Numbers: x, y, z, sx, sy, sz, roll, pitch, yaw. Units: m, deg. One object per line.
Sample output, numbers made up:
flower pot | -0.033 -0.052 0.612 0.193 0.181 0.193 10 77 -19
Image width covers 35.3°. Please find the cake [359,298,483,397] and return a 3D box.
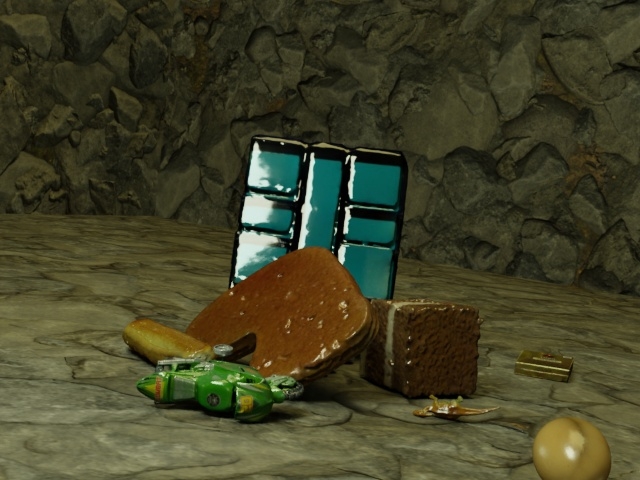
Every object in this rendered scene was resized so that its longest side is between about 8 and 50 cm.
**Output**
cake | 0.145 0.153 1.479 0.135 0.135 0.147 4 1 -23

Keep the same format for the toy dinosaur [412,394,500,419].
toy dinosaur | 0.177 0.220 1.317 0.113 0.026 0.041 -3 11 1

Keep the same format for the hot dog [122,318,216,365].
hot dog | -0.223 0.156 1.439 0.066 0.047 0.216 -18 18 -35

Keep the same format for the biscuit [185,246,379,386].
biscuit | -0.059 0.129 1.409 0.262 0.052 0.277 -37 32 -2

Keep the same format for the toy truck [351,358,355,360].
toy truck | -0.010 0.152 1.550 0.092 0.083 0.192 3 4 20

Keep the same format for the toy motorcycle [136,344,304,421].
toy motorcycle | -0.119 0.179 1.224 0.190 0.074 0.106 7 13 11

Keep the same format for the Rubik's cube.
Rubik's cube | 0.000 0.000 1.779 0.284 0.288 0.293 8 -13 0

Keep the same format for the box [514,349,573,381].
box | 0.382 0.212 1.710 0.090 0.023 0.133 9 5 16

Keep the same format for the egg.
egg | 0.264 0.226 1.047 0.080 0.080 0.096 6 2 -7
